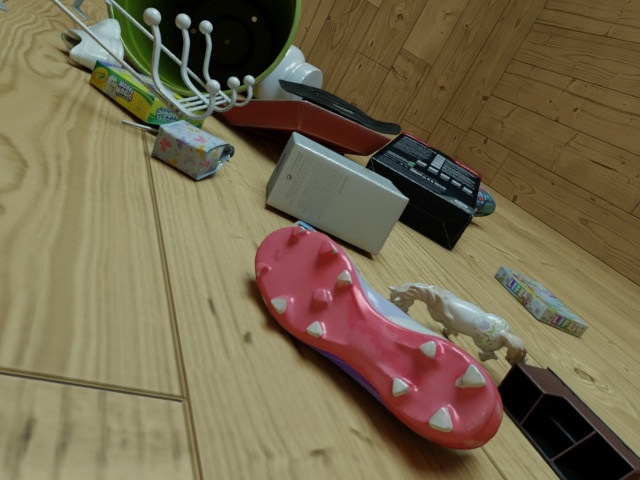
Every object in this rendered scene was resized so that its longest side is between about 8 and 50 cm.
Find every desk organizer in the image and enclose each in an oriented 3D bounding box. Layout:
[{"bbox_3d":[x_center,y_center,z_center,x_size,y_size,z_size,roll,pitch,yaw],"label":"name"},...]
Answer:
[{"bbox_3d":[0.218,0.169,0.479,0.050,0.047,0.130,17,20,-27],"label":"desk organizer"}]

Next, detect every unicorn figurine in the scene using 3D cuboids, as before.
[{"bbox_3d":[0.141,0.082,0.561,0.162,0.060,0.111,12,-18,29],"label":"unicorn figurine"}]

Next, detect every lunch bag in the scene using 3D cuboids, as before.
[{"bbox_3d":[-0.160,-0.117,0.685,0.071,0.053,0.083,28,26,4],"label":"lunch bag"}]

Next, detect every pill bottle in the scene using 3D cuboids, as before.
[{"bbox_3d":[-0.167,-0.501,1.546,0.334,0.187,0.188,35,18,16],"label":"pill bottle"}]

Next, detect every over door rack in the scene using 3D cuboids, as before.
[{"bbox_3d":[-0.257,-0.302,0.781,0.324,0.108,0.239,31,18,-4],"label":"over door rack"}]

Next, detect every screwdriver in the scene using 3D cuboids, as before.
[{"bbox_3d":[-0.197,-0.147,0.766,0.170,0.024,0.025,11,-4,-41],"label":"screwdriver"}]

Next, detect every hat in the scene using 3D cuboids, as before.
[{"bbox_3d":[0.031,-0.276,1.316,0.332,0.133,0.331,20,18,-7],"label":"hat"}]

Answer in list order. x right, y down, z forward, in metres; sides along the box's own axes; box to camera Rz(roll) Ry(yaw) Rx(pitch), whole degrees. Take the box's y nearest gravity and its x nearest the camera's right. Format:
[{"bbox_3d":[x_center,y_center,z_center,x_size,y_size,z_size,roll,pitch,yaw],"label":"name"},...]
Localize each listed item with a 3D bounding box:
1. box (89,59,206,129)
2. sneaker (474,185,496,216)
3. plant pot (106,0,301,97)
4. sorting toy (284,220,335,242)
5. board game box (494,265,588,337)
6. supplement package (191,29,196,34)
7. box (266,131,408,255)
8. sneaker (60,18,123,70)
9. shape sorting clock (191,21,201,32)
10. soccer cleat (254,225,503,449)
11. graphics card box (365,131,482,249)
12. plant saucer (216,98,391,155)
[{"bbox_3d":[-0.254,-0.211,0.813,0.179,0.043,0.105,37,19,27],"label":"box"},{"bbox_3d":[0.384,-0.091,1.451,0.262,0.104,0.125,11,38,-31],"label":"sneaker"},{"bbox_3d":[-0.226,-0.478,1.191,0.367,0.366,0.353,28,5,-5],"label":"plant pot"},{"bbox_3d":[0.000,0.000,0.672,0.083,0.012,0.062,31,17,9],"label":"sorting toy"},{"bbox_3d":[0.396,0.108,0.973,0.104,0.026,0.154,23,18,-21],"label":"board game box"},{"bbox_3d":[-0.420,-0.565,1.463,0.105,0.105,0.179,17,20,-33],"label":"supplement package"},{"bbox_3d":[0.019,-0.070,0.760,0.171,0.091,0.130,26,14,-11],"label":"box"},{"bbox_3d":[-0.402,-0.348,0.937,0.094,0.080,0.212,5,28,-29],"label":"sneaker"},{"bbox_3d":[-0.277,-0.591,1.441,0.206,0.040,0.206,10,44,-10],"label":"shape sorting clock"},{"bbox_3d":[0.036,0.074,0.437,0.248,0.083,0.095,35,-12,35],"label":"soccer cleat"},{"bbox_3d":[0.230,-0.127,1.191,0.233,0.094,0.371,31,25,6],"label":"graphics card box"},{"bbox_3d":[-0.037,-0.218,1.060,0.259,0.047,0.259,13,3,42],"label":"plant saucer"}]
